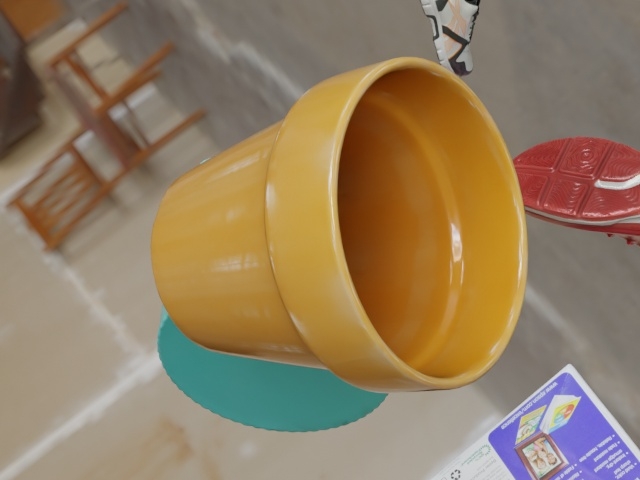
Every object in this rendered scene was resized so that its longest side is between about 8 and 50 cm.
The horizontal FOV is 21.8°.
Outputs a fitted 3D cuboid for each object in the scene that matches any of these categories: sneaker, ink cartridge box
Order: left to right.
[{"bbox_3d":[0.109,-0.173,1.323,0.109,0.044,0.040,66,-160,-45],"label":"sneaker"},{"bbox_3d":[0.199,0.247,1.457,0.045,0.206,0.208,42,-169,-46],"label":"ink cartridge box"},{"bbox_3d":[0.249,-0.003,1.272,0.221,0.087,0.128,11,143,33],"label":"sneaker"}]

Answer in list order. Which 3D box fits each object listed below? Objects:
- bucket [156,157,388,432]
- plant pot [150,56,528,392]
[{"bbox_3d":[-0.033,0.055,1.695,0.281,0.281,0.183,64,-153,-42],"label":"bucket"},{"bbox_3d":[0.000,0.000,1.071,0.188,0.205,0.205,-9,123,39],"label":"plant pot"}]
